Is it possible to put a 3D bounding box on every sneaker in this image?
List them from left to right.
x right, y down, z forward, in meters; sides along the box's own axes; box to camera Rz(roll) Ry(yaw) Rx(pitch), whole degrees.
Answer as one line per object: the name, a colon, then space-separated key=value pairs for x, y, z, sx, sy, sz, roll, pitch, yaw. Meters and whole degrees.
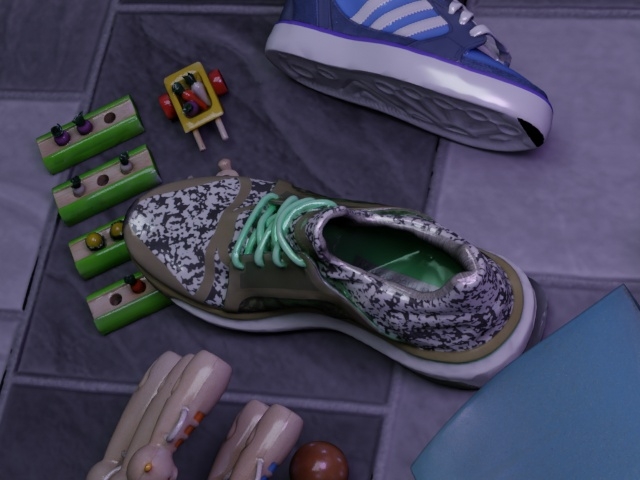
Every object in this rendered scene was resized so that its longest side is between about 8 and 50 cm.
sneaker: x=0.000 y=0.000 z=1.781 sx=0.410 sy=0.182 sz=0.158 roll=13 pitch=67 yaw=20
sneaker: x=0.117 y=-0.235 z=1.905 sx=0.322 sy=0.130 sz=0.236 roll=19 pitch=75 yaw=32

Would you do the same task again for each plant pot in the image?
plant pot: x=0.209 y=0.188 z=1.638 sx=0.234 sy=0.165 sz=0.166 roll=-32 pitch=58 yaw=9

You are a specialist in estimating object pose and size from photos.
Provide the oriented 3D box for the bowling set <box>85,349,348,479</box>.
bowling set: x=-0.085 y=0.205 z=1.716 sx=0.200 sy=0.287 sz=0.154 roll=33 pitch=81 yaw=-5

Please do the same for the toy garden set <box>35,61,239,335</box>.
toy garden set: x=-0.165 y=-0.056 z=1.950 sx=0.203 sy=0.049 sz=0.244 roll=-25 pitch=58 yaw=4
